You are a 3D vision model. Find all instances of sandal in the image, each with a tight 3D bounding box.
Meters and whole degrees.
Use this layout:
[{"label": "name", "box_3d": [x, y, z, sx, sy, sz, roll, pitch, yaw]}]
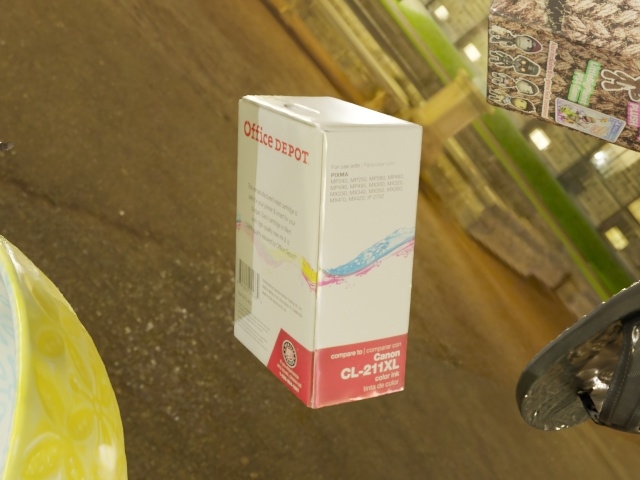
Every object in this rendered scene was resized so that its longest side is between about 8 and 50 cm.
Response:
[{"label": "sandal", "box_3d": [0.361, 0.103, 0.910, 0.167, 0.446, 0.107, 15, 48, -31]}]

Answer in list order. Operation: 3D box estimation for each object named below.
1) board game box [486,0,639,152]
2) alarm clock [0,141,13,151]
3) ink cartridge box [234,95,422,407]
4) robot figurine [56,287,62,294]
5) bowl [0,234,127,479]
[{"label": "board game box", "box_3d": [0.320, -0.202, 0.792, 0.291, 0.232, 0.141, 21, -17, 17]}, {"label": "alarm clock", "box_3d": [-0.394, -0.085, 0.962, 0.192, 0.064, 0.129, -52, 146, -69]}, {"label": "ink cartridge box", "box_3d": [0.000, 0.000, 0.602, 0.072, 0.175, 0.127, -5, 19, -26]}, {"label": "robot figurine", "box_3d": [-0.357, 0.135, 0.875, 0.291, 0.211, 0.085, -70, 140, -71]}, {"label": "bowl", "box_3d": [-0.186, 0.144, 0.431, 0.156, 0.289, 0.289, 42, 17, -44]}]
